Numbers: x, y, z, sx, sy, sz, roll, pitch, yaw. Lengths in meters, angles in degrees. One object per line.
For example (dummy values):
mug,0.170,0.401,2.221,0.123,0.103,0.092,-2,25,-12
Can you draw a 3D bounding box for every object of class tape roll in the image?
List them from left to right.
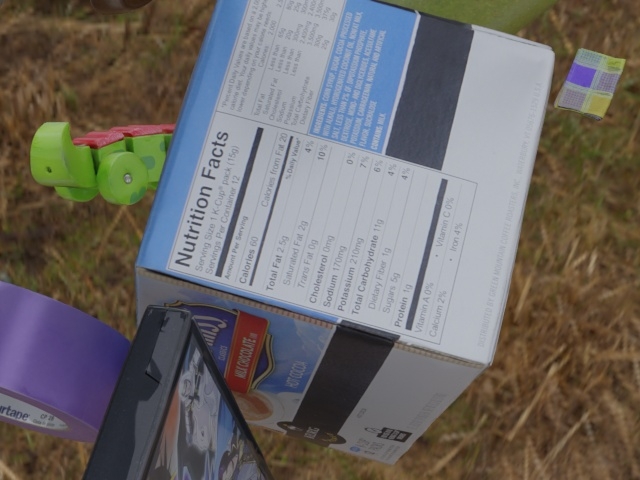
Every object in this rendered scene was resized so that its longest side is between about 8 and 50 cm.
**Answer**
tape roll,-0.252,0.098,1.112,0.189,0.189,0.080,17,71,5

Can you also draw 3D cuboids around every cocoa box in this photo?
cocoa box,0.000,0.000,0.991,0.228,0.347,0.231,15,70,-2

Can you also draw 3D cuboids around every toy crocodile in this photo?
toy crocodile,-0.225,-0.107,1.716,0.115,0.105,0.340,5,11,41

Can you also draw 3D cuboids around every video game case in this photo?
video game case,-0.097,0.217,0.798,0.035,0.248,0.275,7,59,16

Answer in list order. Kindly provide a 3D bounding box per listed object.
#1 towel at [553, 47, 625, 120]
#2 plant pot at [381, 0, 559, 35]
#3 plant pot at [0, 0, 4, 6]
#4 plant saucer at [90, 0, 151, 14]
towel,0.307,-0.178,1.540,0.060,0.009,0.083,21,75,22
plant pot,0.103,-0.261,1.224,0.276,0.254,0.276,31,46,-38
plant pot,-0.326,-0.147,0.697,0.341,0.341,0.334,15,36,4
plant saucer,-0.243,-0.391,1.877,0.036,0.199,0.198,35,61,14
